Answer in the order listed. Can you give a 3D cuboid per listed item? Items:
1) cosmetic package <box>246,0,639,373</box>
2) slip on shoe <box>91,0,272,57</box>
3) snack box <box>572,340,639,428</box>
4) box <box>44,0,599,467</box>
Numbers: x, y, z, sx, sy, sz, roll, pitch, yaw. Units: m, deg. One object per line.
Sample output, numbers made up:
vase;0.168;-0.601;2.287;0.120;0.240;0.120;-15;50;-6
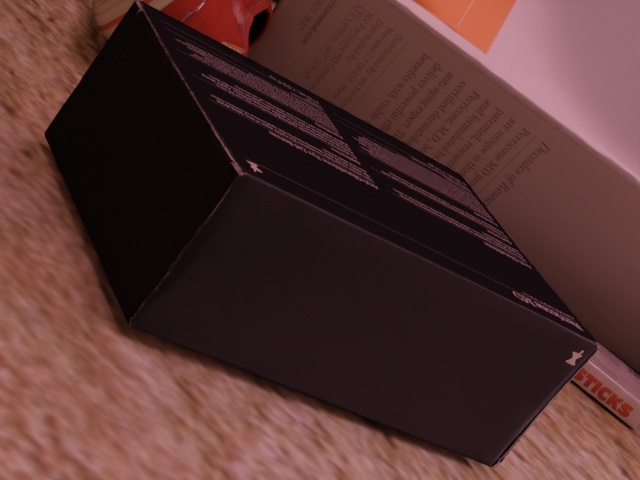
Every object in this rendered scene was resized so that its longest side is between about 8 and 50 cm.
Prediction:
cosmetic package;0.185;-0.105;1.277;0.453;0.161;0.230;36;47;-7
slip on shoe;-0.087;-0.182;1.173;0.101;0.123;0.331;53;14;-15
snack box;0.167;0.066;1.168;0.178;0.022;0.064;39;18;3
box;0.000;0.000;0.870;0.261;0.103;0.184;25;18;-36
